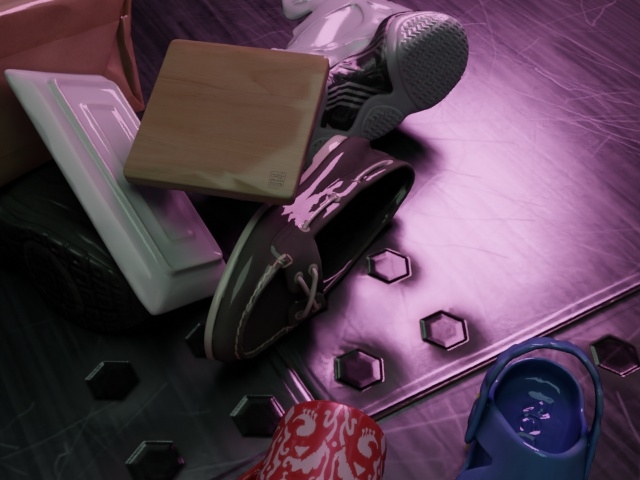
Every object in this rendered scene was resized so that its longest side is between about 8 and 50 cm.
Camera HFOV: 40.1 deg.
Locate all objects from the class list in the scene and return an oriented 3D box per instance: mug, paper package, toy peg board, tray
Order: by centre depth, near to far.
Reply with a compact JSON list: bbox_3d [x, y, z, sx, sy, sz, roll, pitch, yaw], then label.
[{"bbox_3d":[-0.026,0.208,0.659,0.150,0.113,0.169,14,42,6],"label":"mug"},{"bbox_3d":[-0.182,-0.060,0.845,0.270,0.030,0.145,57,24,8],"label":"tray"},{"bbox_3d":[-0.082,-0.100,0.848,0.161,0.079,0.161,8,64,11],"label":"toy peg board"},{"bbox_3d":[-0.407,-0.198,0.942,0.324,0.168,0.309,13,32,22],"label":"paper package"}]

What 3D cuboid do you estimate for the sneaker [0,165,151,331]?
[{"bbox_3d":[-0.258,-0.016,0.877,0.286,0.109,0.130,29,47,23],"label":"sneaker"}]

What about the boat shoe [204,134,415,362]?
[{"bbox_3d":[0.000,0.000,0.869,0.095,0.112,0.335,15,42,18],"label":"boat shoe"}]

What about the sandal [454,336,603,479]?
[{"bbox_3d":[0.148,0.193,0.665,0.126,0.138,0.317,13,47,7],"label":"sandal"}]

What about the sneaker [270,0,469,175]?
[{"bbox_3d":[-0.020,-0.196,1.057,0.366,0.137,0.210,-28,42,-20],"label":"sneaker"}]
